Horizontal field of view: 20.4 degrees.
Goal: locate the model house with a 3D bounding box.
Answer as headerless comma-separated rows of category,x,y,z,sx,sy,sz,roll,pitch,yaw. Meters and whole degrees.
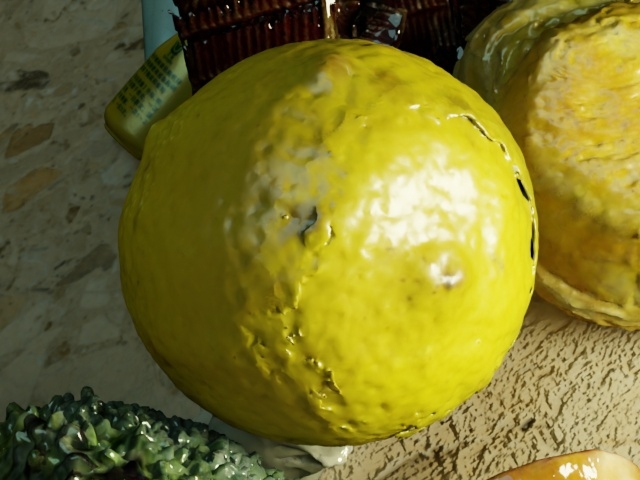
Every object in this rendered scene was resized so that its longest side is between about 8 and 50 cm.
model house,0.036,-0.178,1.693,0.317,0.282,0.297,-9,56,23

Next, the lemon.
lemon,0.000,0.000,1.501,0.350,0.350,0.387,-56,30,-14

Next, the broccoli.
broccoli,-0.168,0.278,1.482,0.293,0.348,0.281,17,82,-1

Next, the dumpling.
dumpling,-0.034,0.168,1.627,0.188,0.108,0.127,5,36,41

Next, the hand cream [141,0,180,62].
hand cream,-0.159,-0.299,2.002,0.111,0.070,0.312,-12,74,18

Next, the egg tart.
egg tart,0.297,-0.093,1.554,0.339,0.153,0.351,-12,73,7

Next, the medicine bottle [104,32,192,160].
medicine bottle,-0.129,-0.202,1.911,0.260,0.064,0.095,-49,49,6

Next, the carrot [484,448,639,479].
carrot,0.201,0.314,1.348,0.196,0.196,0.254,-27,54,10
